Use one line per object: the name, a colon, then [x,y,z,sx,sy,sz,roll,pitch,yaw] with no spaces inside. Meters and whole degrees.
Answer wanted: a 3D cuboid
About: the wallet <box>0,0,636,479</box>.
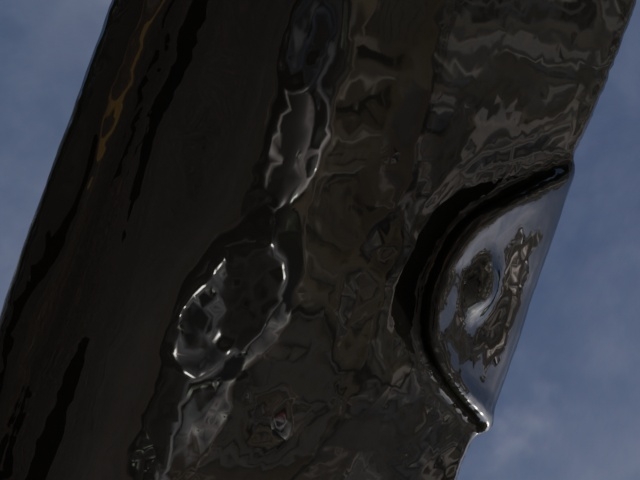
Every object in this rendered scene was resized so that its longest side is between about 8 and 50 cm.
wallet: [0.000,0.000,0.410,0.051,0.197,0.377,25,-85,53]
